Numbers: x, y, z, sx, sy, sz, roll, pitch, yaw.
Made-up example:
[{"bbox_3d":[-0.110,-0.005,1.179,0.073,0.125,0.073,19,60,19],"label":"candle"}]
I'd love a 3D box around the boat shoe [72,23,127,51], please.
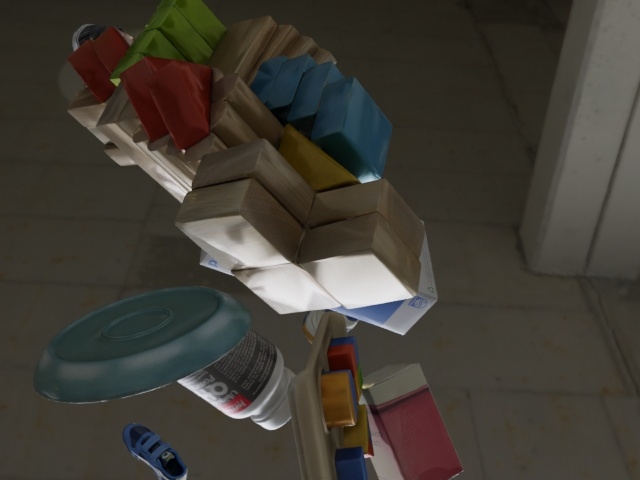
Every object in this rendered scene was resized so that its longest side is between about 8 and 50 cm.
[{"bbox_3d":[-0.282,-0.210,1.122,0.083,0.183,0.065,13,-139,42],"label":"boat shoe"}]

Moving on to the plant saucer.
[{"bbox_3d":[-0.256,0.133,1.153,0.317,0.044,0.317,-11,-163,3],"label":"plant saucer"}]

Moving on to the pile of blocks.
[{"bbox_3d":[-0.062,-0.089,0.478,0.149,0.112,0.362,-48,-141,-4],"label":"pile of blocks"}]

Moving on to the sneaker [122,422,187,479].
[{"bbox_3d":[-0.282,0.369,1.399,0.144,0.059,0.053,44,-129,3],"label":"sneaker"}]

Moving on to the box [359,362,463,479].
[{"bbox_3d":[0.161,0.376,1.612,0.126,0.232,0.148,-22,178,-22],"label":"box"}]

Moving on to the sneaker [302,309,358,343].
[{"bbox_3d":[0.066,0.124,1.788,0.112,0.131,0.296,46,-146,-16],"label":"sneaker"}]

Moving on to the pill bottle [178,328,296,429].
[{"bbox_3d":[-0.189,0.256,1.667,0.318,0.176,0.176,40,-154,-25],"label":"pill bottle"}]

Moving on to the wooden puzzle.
[{"bbox_3d":[0.039,0.319,1.396,0.080,0.322,0.348,-7,-169,12],"label":"wooden puzzle"}]

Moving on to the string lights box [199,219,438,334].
[{"bbox_3d":[0.000,0.000,0.920,0.259,0.077,0.133,21,-141,-20],"label":"string lights box"}]
